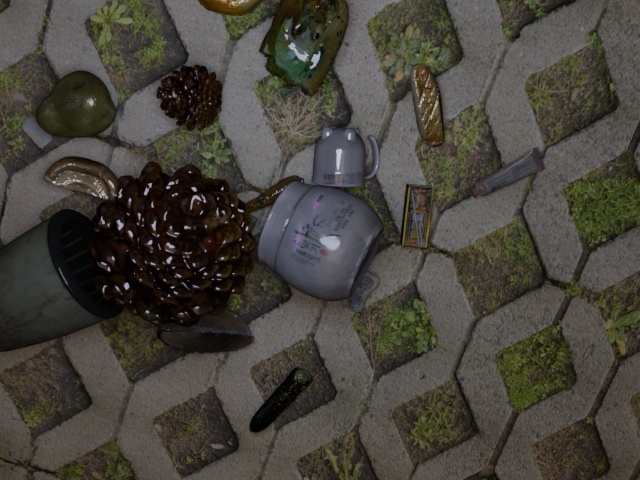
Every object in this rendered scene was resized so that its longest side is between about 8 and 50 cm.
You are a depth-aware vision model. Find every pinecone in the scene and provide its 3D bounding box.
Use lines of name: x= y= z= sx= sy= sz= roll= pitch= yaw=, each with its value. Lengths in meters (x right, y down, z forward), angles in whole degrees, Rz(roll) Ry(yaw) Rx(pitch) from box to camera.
pinecone: x=-0.368 y=0.019 z=1.560 sx=0.397 sy=0.398 sz=0.398 roll=-1 pitch=104 yaw=-2
pinecone: x=-0.319 y=-0.351 z=1.598 sx=0.173 sy=0.173 sz=0.174 roll=-1 pitch=104 yaw=-2

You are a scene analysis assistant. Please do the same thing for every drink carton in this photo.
drink carton: x=0.257 y=-0.065 z=1.741 sx=0.071 sy=0.056 sz=0.166 roll=4 pitch=104 yaw=-1

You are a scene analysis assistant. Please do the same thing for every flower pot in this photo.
flower pot: x=-0.702 y=0.124 z=1.631 sx=0.330 sy=0.294 sz=0.294 roll=-27 pitch=104 yaw=9

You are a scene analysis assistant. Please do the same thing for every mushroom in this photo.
mushroom: x=-0.592 y=-0.159 z=1.669 sx=0.209 sy=0.072 sz=0.094 roll=15 pitch=105 yaw=-10

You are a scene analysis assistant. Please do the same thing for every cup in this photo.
cup: x=0.069 y=-0.215 z=1.655 sx=0.173 sy=0.134 sz=0.142 roll=3 pitch=102 yaw=-2

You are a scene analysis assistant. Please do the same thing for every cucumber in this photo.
cucumber: x=-0.123 y=0.464 z=1.852 sx=0.067 sy=0.067 sz=0.245 roll=40 pitch=97 yaw=-11

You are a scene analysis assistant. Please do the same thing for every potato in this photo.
potato: x=-0.321 y=0.240 z=1.790 sx=0.261 sy=0.100 sz=0.120 roll=7 pitch=143 yaw=-19
potato: x=-0.600 y=-0.320 z=1.590 sx=0.193 sy=0.157 sz=0.157 roll=-23 pitch=104 yaw=5

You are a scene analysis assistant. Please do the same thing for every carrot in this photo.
carrot: x=-0.157 y=-0.104 z=1.712 sx=0.254 sy=0.049 sz=0.049 roll=-27 pitch=104 yaw=2

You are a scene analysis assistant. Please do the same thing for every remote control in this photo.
remote control: x=0.108 y=0.138 z=1.797 sx=0.074 sy=0.032 sz=0.122 roll=29 pitch=100 yaw=-9

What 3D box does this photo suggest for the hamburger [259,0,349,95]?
hamburger: x=-0.038 y=-0.485 z=1.561 sx=0.167 sy=0.192 sz=0.288 roll=21 pitch=103 yaw=-18

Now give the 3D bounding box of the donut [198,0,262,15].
donut: x=-0.222 y=-0.630 z=1.565 sx=0.190 sy=0.075 sz=0.174 roll=27 pitch=101 yaw=-9

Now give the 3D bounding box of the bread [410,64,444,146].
bread: x=0.275 y=-0.346 z=1.672 sx=0.073 sy=0.053 sz=0.215 roll=-13 pitch=107 yaw=5

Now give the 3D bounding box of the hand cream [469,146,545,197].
hand cream: x=0.496 y=-0.175 z=1.735 sx=0.209 sy=0.043 sz=0.067 roll=-26 pitch=106 yaw=-1

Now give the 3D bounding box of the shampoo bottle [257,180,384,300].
shampoo bottle: x=0.000 y=0.000 z=1.623 sx=0.266 sy=0.273 sz=0.273 roll=24 pitch=103 yaw=10

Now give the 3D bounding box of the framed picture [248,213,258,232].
framed picture: x=-0.321 y=0.013 z=1.754 sx=0.217 sy=0.017 sz=0.275 roll=25 pitch=102 yaw=-8
